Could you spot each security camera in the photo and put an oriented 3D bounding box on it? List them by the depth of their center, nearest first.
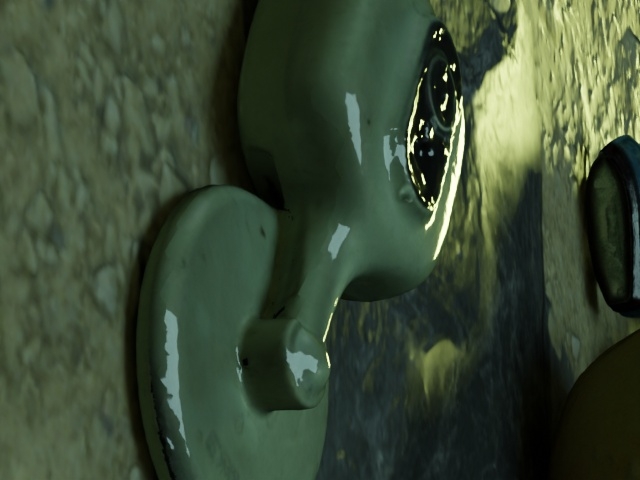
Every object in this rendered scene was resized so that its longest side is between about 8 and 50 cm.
[{"bbox_3d":[0.000,0.000,0.857,0.157,0.080,0.301,64,32,-41],"label":"security camera"}]

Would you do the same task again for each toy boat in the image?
[{"bbox_3d":[0.229,-0.011,1.434,0.061,0.060,0.137,0,78,-49],"label":"toy boat"}]

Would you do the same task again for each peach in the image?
[{"bbox_3d":[0.241,0.168,1.263,0.232,0.233,0.232,-6,90,-68],"label":"peach"}]
